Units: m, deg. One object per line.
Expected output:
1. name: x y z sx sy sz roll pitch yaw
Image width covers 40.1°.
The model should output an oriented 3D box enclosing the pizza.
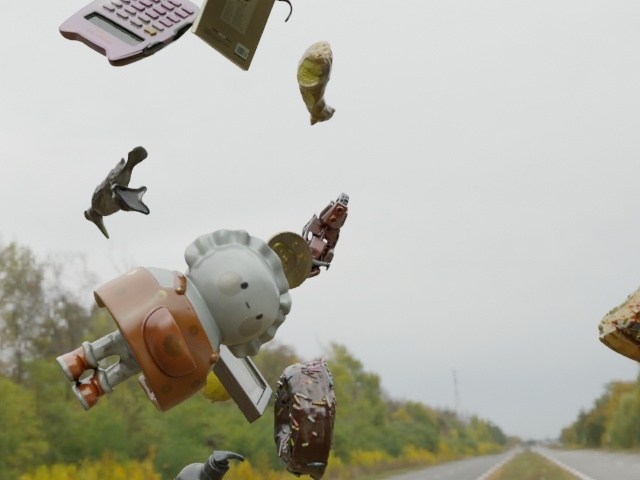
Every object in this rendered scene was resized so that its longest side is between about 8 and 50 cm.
1. pizza: 0.437 0.076 1.045 0.200 0.193 0.053 -1 26 -1

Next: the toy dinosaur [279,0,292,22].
1. toy dinosaur: -0.103 -0.447 1.430 0.197 0.080 0.045 50 -13 -21

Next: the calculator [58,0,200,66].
1. calculator: -0.381 -0.451 1.812 0.194 0.294 0.043 31 -41 17

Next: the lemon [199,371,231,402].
1. lemon: -0.215 0.288 1.887 0.109 0.133 0.109 26 13 -6

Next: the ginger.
1. ginger: -0.006 -0.392 2.226 0.086 0.131 0.294 14 -21 12

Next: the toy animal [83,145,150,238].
1. toy animal: -0.344 -0.072 1.454 0.070 0.105 0.202 9 -27 -37

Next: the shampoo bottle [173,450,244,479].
1. shampoo bottle: -0.253 0.506 1.694 0.101 0.101 0.284 11 -57 -47

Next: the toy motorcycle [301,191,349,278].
1. toy motorcycle: 0.000 0.000 1.828 0.084 0.213 0.118 30 20 -6

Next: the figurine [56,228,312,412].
1. figurine: -0.126 0.073 0.866 0.271 0.143 0.143 -35 4 -34

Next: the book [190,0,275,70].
1. book: -0.159 -0.442 1.677 0.138 0.199 0.016 31 -20 -36

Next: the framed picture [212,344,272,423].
1. framed picture: -0.122 0.195 1.296 0.023 0.128 0.168 -35 0 3

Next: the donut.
1. donut: -0.035 0.345 1.703 0.089 0.235 0.235 2 -16 -14
